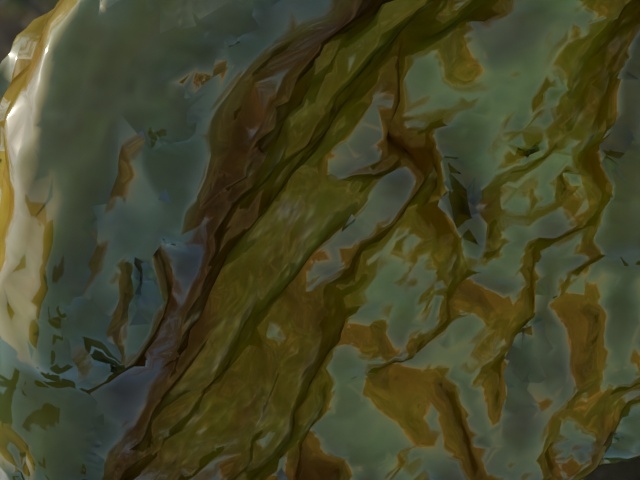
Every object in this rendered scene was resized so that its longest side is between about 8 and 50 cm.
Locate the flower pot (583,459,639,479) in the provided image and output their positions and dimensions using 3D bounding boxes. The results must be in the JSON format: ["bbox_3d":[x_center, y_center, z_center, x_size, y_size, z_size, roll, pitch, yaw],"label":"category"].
[{"bbox_3d":[-0.017,0.148,0.817,0.293,0.330,0.294,39,136,50],"label":"flower pot"}]

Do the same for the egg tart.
[{"bbox_3d":[0.037,-0.037,0.533,0.129,0.341,0.341,53,178,33],"label":"egg tart"}]
